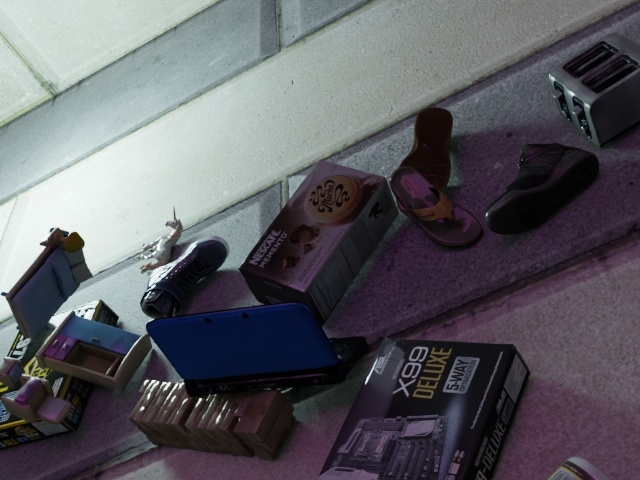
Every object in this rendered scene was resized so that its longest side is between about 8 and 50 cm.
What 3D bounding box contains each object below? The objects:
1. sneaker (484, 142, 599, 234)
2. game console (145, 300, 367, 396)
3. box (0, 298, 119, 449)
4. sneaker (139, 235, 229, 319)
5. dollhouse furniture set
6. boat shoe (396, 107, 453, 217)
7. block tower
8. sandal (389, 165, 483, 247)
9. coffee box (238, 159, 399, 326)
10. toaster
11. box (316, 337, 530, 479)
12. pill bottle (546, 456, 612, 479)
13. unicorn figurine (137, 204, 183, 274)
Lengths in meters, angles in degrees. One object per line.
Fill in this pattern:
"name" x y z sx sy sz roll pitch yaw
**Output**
"sneaker" 0.373 -0.098 1.598 0.228 0.087 0.130 -37 32 -7
"game console" -0.099 0.160 1.509 0.293 0.173 0.250 -8 12 20
"box" -0.612 0.300 1.991 0.257 0.079 0.322 -19 38 27
"sneaker" -0.298 0.092 1.940 0.226 0.086 0.163 -33 22 22
"dollhouse furniture set" -0.501 0.174 1.769 0.198 0.303 0.286 14 46 17
"boat shoe" 0.218 -0.145 1.803 0.105 0.089 0.285 10 53 15
"block tower" -0.199 0.319 1.593 0.336 0.091 0.097 -3 45 40
"sandal" 0.209 -0.070 1.663 0.090 0.060 0.219 -36 64 -7
"coffee box" 0.000 0.000 1.744 0.168 0.118 0.297 19 62 34
"toaster" 0.539 -0.281 1.647 0.186 0.110 0.168 -32 35 6
"box" 0.150 0.291 1.332 0.243 0.076 0.307 -1 48 41
"pill bottle" 0.278 0.375 1.084 0.215 0.117 0.117 -42 34 -8
"unicorn figurine" -0.385 0.012 2.162 0.111 0.060 0.161 -20 54 22
